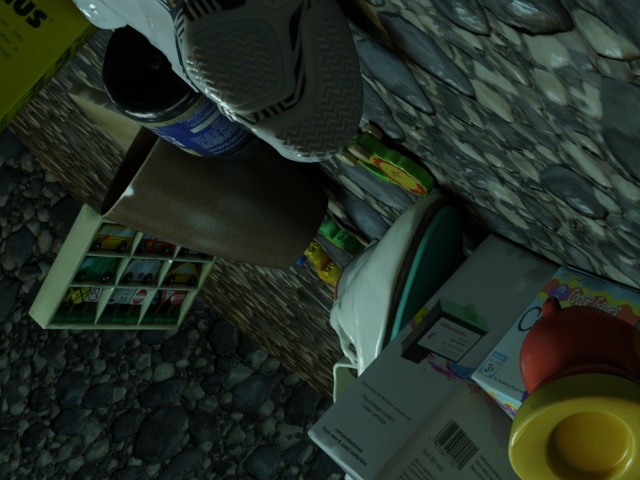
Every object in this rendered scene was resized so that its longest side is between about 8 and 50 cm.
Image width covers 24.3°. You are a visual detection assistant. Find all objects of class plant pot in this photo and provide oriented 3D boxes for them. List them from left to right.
[{"bbox_3d":[-0.113,-0.067,1.807,0.230,0.215,0.215,30,173,-14],"label":"plant pot"}]

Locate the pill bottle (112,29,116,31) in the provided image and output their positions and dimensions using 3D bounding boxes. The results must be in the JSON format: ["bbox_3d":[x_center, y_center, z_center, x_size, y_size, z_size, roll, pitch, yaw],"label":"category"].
[{"bbox_3d":[-0.191,-0.244,1.639,0.120,0.067,0.067,37,169,24],"label":"pill bottle"}]

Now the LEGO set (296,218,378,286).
[{"bbox_3d":[0.000,0.000,1.918,0.227,0.087,0.093,34,168,32],"label":"LEGO set"}]

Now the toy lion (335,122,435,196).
[{"bbox_3d":[0.070,-0.076,1.502,0.096,0.034,0.100,35,171,-9],"label":"toy lion"}]

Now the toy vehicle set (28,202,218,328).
[{"bbox_3d":[-0.242,0.038,1.936,0.035,0.166,0.267,38,-162,29],"label":"toy vehicle set"}]

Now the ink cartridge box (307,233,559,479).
[{"bbox_3d":[0.156,0.164,1.486,0.117,0.278,0.201,35,169,48],"label":"ink cartridge box"}]

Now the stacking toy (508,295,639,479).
[{"bbox_3d":[0.299,0.165,1.196,0.130,0.280,0.309,-90,-14,-47],"label":"stacking toy"}]

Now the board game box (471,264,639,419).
[{"bbox_3d":[0.297,0.174,1.385,0.275,0.142,0.144,46,169,-28],"label":"board game box"}]

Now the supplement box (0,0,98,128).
[{"bbox_3d":[-0.340,-0.222,1.452,0.195,0.356,0.194,43,170,-9],"label":"supplement box"}]

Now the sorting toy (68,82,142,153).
[{"bbox_3d":[-0.199,-0.133,2.082,0.255,0.089,0.257,47,169,-30],"label":"sorting toy"}]

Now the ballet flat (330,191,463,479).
[{"bbox_3d":[0.068,0.125,1.575,0.139,0.139,0.400,32,132,44],"label":"ballet flat"}]

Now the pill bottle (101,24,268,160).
[{"bbox_3d":[-0.128,-0.156,1.571,0.123,0.123,0.219,37,-178,25],"label":"pill bottle"}]

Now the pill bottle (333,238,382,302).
[{"bbox_3d":[0.088,0.058,1.732,0.121,0.121,0.221,41,169,-1],"label":"pill bottle"}]

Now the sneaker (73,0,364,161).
[{"bbox_3d":[-0.111,-0.214,1.294,0.366,0.137,0.210,48,170,-7],"label":"sneaker"}]
